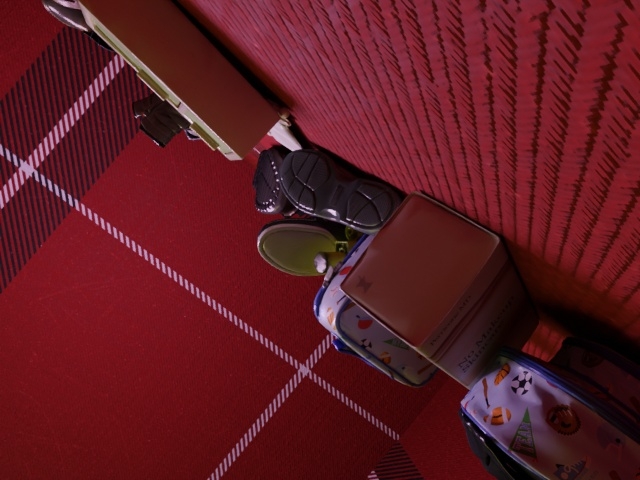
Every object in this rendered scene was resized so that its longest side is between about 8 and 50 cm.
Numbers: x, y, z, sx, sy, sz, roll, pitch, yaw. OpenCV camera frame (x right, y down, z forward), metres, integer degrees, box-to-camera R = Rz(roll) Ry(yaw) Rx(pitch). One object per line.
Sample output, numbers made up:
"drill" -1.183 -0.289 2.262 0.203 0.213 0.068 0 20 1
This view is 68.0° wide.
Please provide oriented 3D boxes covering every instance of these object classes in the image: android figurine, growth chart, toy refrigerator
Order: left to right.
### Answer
"toy refrigerator" -0.191 -0.233 0.660 0.269 0.094 0.102 44 172 -21
"growth chart" -0.081 -0.201 0.808 0.172 0.021 0.237 40 179 20
"android figurine" 0.104 0.084 0.975 0.273 0.247 0.056 -1 -179 -39

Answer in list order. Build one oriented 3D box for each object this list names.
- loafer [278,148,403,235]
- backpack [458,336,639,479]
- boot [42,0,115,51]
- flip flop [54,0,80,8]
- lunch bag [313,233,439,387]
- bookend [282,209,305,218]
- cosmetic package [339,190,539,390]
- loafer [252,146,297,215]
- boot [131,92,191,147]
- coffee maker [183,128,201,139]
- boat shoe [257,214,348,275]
"loafer" 0.034 -0.065 0.730 0.084 0.096 0.268 25 -174 -45
"backpack" 0.300 0.228 0.532 0.264 0.213 0.276 30 171 8
"boot" -0.544 -0.525 1.149 0.106 0.082 0.219 43 -161 34
"flip flop" -0.532 -0.530 1.012 0.112 0.080 0.277 40 180 20
"lunch bag" 0.137 0.127 0.886 0.303 0.243 0.115 41 173 -30
"bookend" -0.079 -0.111 1.330 0.157 0.072 0.156 40 -152 -37
"cosmetic package" 0.172 0.086 0.621 0.129 0.153 0.296 37 179 41
"loafer" -0.074 -0.140 1.076 0.130 0.133 0.366 13 -164 -14
"boot" -0.230 -0.217 0.839 0.246 0.161 0.083 47 -178 35
"coffee maker" -0.296 -0.310 1.039 0.171 0.120 0.178 41 178 -9
"boat shoe" 0.002 -0.003 1.021 0.340 0.127 0.113 6 -141 -35
